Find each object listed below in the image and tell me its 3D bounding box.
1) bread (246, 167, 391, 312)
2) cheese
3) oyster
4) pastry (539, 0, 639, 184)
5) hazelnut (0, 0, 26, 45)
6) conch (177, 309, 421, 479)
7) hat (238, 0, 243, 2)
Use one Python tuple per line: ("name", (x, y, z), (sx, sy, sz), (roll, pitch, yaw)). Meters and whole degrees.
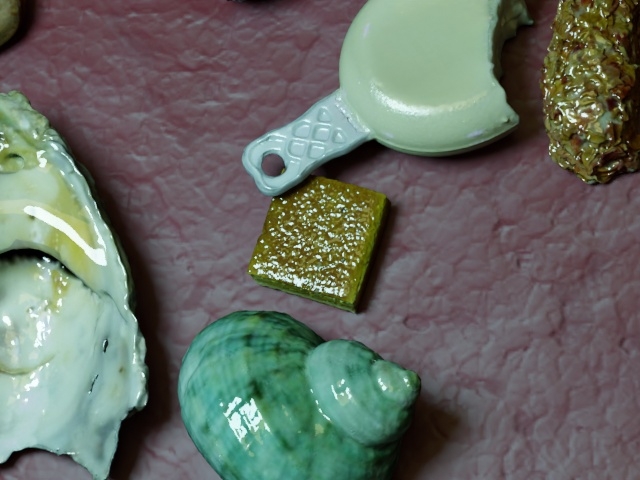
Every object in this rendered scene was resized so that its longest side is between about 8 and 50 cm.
("bread", (0.000, 0.000, 1.506), (0.090, 0.035, 0.094), (14, 74, 15))
("cheese", (0.051, -0.133, 1.515), (0.249, 0.071, 0.163), (-14, 65, 4))
("oyster", (-0.232, 0.042, 1.506), (0.275, 0.100, 0.271), (31, 82, 7))
("pastry", (0.213, -0.130, 1.492), (0.087, 0.063, 0.169), (-1, 70, 9))
("hazelnut", (-0.288, -0.199, 1.615), (0.086, 0.086, 0.086), (-4, 70, 10))
("conch", (-0.019, 0.122, 1.423), (0.188, 0.122, 0.176), (8, 46, 9))
("hat", (0.000, -0.265, 1.561), (0.227, 0.140, 0.129), (-6, 97, -4))
